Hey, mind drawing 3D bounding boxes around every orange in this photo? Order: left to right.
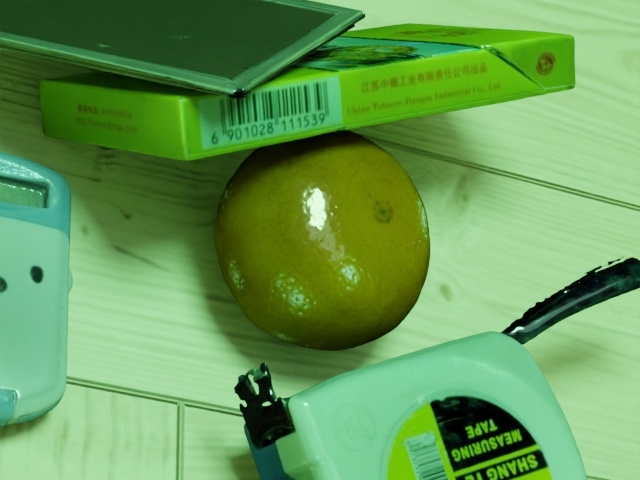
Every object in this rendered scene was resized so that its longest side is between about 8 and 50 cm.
[{"bbox_3d":[0.000,0.000,1.329,0.156,0.124,0.156,18,62,-38],"label":"orange"}]

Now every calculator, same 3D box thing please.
[{"bbox_3d":[-0.219,0.022,1.243,0.121,0.039,0.210,14,56,-24],"label":"calculator"}]

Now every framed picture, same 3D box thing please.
[{"bbox_3d":[-0.122,-0.146,1.297,0.252,0.014,0.197,14,25,20],"label":"framed picture"}]

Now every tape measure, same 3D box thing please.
[{"bbox_3d":[0.125,0.146,1.309,0.351,0.098,0.215,-15,81,-31],"label":"tape measure"}]

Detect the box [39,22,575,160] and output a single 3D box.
[{"bbox_3d":[-0.005,-0.109,1.359,0.335,0.187,0.047,-12,104,-35],"label":"box"}]
